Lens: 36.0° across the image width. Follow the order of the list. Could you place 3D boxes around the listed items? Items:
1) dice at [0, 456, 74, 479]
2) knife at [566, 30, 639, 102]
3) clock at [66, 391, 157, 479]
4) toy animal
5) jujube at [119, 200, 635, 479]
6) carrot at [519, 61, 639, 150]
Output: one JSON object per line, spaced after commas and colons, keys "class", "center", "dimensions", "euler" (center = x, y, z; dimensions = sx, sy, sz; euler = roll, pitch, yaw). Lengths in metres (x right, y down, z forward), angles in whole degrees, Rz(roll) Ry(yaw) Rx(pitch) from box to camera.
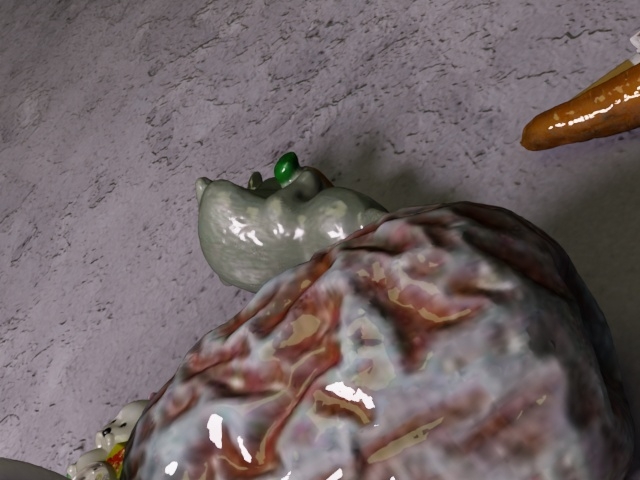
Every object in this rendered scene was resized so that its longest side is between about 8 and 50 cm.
{"class": "dice", "center": [-0.204, 0.327, 0.542], "dimensions": [0.304, 0.304, 0.277], "euler": [-41, 35, 6]}
{"class": "knife", "center": [0.272, -0.162, 0.811], "dimensions": [0.256, 0.022, 0.046], "euler": [-36, 32, 12]}
{"class": "clock", "center": [-0.131, 0.201, 0.774], "dimensions": [0.231, 0.103, 0.144], "euler": [14, 73, 52]}
{"class": "toy animal", "center": [0.001, -0.003, 0.873], "dimensions": [0.236, 0.108, 0.138], "euler": [15, 107, 29]}
{"class": "jujube", "center": [0.028, 0.119, 0.595], "dimensions": [0.317, 0.226, 0.226], "euler": [-32, 36, 11]}
{"class": "carrot", "center": [0.247, -0.115, 0.760], "dimensions": [0.210, 0.061, 0.061], "euler": [-25, 39, 31]}
